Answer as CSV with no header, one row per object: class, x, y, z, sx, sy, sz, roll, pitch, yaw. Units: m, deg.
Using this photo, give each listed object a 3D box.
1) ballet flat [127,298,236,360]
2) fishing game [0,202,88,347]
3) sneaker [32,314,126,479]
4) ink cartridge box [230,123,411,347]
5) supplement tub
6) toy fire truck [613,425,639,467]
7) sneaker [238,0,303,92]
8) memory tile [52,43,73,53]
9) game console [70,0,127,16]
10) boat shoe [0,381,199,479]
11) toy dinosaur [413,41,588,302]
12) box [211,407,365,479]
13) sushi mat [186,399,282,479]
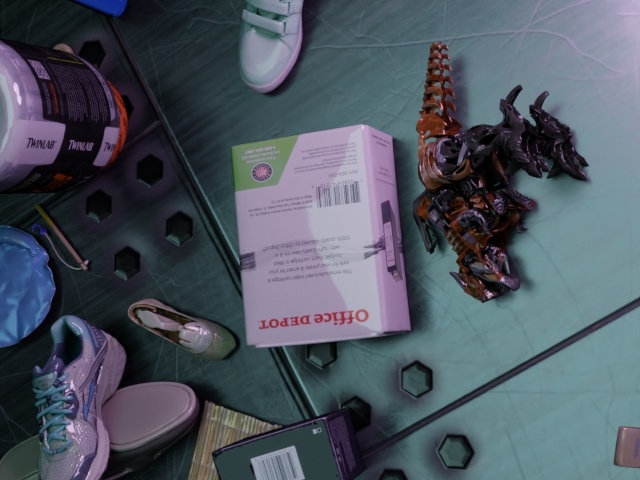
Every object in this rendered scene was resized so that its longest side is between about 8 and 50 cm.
ballet flat,-0.201,0.129,1.690,0.168,0.052,0.057,19,93,21
fishing game,-0.486,0.071,1.814,0.264,0.041,0.189,-46,72,4
sneaker,-0.358,0.230,1.642,0.110,0.122,0.283,-17,47,21
ink cartridge box,0.000,0.000,1.586,0.198,0.115,0.273,-7,84,21
supplement tub,-0.410,-0.166,1.628,0.207,0.338,0.207,1,93,17
toy fire truck,0.414,0.176,1.341,0.158,0.246,0.217,-12,83,20
sneaker,-0.079,-0.334,1.618,0.094,0.151,0.256,16,94,20
memory tile,-0.416,-0.220,1.818,0.148,0.012,0.113,-37,74,16
game console,-0.399,-0.470,1.677,0.173,0.293,0.250,9,91,23
boat shoe,-0.306,0.298,1.713,0.335,0.095,0.112,-23,43,15
toy dinosaur,0.194,-0.091,1.506,0.218,0.164,0.322,-22,100,35
box,-0.037,0.286,1.547,0.156,0.158,0.093,-18,84,11
sushi mat,-0.133,0.396,1.666,0.151,0.019,0.316,14,92,21
